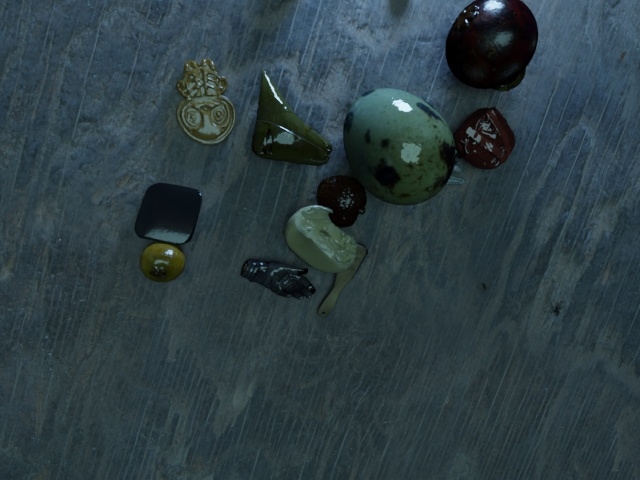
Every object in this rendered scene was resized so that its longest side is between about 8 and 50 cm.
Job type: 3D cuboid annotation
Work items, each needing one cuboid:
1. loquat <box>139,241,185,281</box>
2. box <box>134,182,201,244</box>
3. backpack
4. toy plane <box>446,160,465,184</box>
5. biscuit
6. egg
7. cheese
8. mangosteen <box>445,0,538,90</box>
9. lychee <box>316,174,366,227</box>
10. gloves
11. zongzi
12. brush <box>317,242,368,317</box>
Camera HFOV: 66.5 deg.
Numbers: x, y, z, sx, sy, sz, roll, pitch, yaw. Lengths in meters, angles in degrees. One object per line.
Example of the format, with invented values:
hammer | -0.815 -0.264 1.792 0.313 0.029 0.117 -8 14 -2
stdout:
loquat | -0.546 0.074 1.690 0.163 0.163 0.137 33 122 -12
box | -0.526 -0.094 1.697 0.201 0.042 0.212 11 75 -7
backpack | 0.609 -0.367 1.790 0.229 0.139 0.229 -1 96 -12
toy plane | 0.389 -0.238 1.814 0.267 0.088 0.212 -36 101 7
biscuit | -0.397 -0.476 1.680 0.202 0.044 0.288 -3 101 -8
egg | 0.252 -0.319 1.639 0.345 0.345 0.428 -38 79 -1
cheese | 0.000 0.000 1.707 0.266 0.233 0.127 40 60 -10
mangosteen | 0.603 -0.661 1.675 0.360 0.306 0.306 23 95 -31
lychee | 0.077 -0.141 1.730 0.194 0.194 0.194 -1 99 -8
gloves | -0.149 0.133 1.775 0.286 0.119 0.142 25 106 3
zongzi | -0.087 -0.419 1.688 0.274 0.145 0.300 6 91 -13
brush | 0.075 0.147 1.843 0.070 0.065 0.327 24 104 -17
